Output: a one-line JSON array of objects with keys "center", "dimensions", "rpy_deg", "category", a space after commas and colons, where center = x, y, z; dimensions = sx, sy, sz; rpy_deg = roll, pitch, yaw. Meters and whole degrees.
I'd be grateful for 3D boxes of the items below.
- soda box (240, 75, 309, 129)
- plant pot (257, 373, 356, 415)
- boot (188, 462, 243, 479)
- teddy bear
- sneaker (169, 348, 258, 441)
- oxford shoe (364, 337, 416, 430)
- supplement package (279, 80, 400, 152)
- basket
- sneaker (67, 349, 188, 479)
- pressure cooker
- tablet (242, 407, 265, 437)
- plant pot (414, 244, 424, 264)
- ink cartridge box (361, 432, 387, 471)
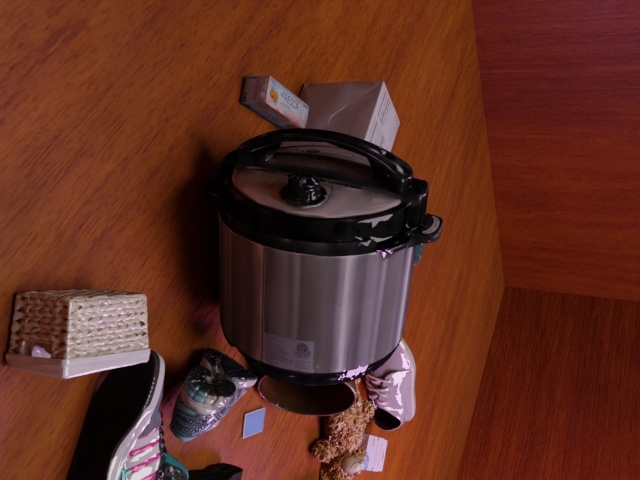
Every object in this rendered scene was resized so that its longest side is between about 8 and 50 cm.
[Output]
[{"center": [-0.091, -0.283, 1.397], "dimensions": [0.183, 0.063, 0.058], "rpy_deg": [22, 75, -64], "category": "soda box"}, {"center": [-0.017, 0.246, 1.530], "dimensions": [0.215, 0.216, 0.230], "rpy_deg": [66, 24, -45], "category": "plant pot"}, {"center": [-0.219, 0.515, 1.290], "dimensions": [0.198, 0.077, 0.136], "rpy_deg": [22, 80, -62], "category": "boot"}, {"center": [0.069, 0.512, 1.838], "dimensions": [0.245, 0.113, 0.337], "rpy_deg": [9, 86, -62], "category": "teddy bear"}, {"center": [-0.207, 0.284, 1.234], "dimensions": [0.122, 0.110, 0.283], "rpy_deg": [-59, 171, 4], "category": "sneaker"}, {"center": [0.199, 0.423, 2.052], "dimensions": [0.130, 0.169, 0.449], "rpy_deg": [-38, 132, -32], "category": "oxford shoe"}, {"center": [0.037, -0.211, 1.516], "dimensions": [0.145, 0.204, 0.261], "rpy_deg": [56, 46, -52], "category": "supplement package"}, {"center": [-0.329, 0.122, 0.930], "dimensions": [0.167, 0.113, 0.103], "rpy_deg": [3, 90, -65], "category": "basket"}, {"center": [-0.275, 0.327, 1.063], "dimensions": [0.178, 0.124, 0.295], "rpy_deg": [35, 72, -56], "category": "sneaker"}, {"center": [0.000, 0.003, 1.230], "dimensions": [0.370, 0.375, 0.420], "rpy_deg": [-10, 121, -23], "category": "pressure cooker"}, {"center": [-0.147, 0.402, 1.485], "dimensions": [0.083, 0.006, 0.054], "rpy_deg": [6, 89, -64], "category": "tablet"}, {"center": [0.176, -0.026, 1.854], "dimensions": [0.293, 0.196, 0.292], "rpy_deg": [-20, 113, -61], "category": "plant pot"}, {"center": [0.145, 0.654, 2.080], "dimensions": [0.180, 0.060, 0.104], "rpy_deg": [42, 57, -59], "category": "ink cartridge box"}]
